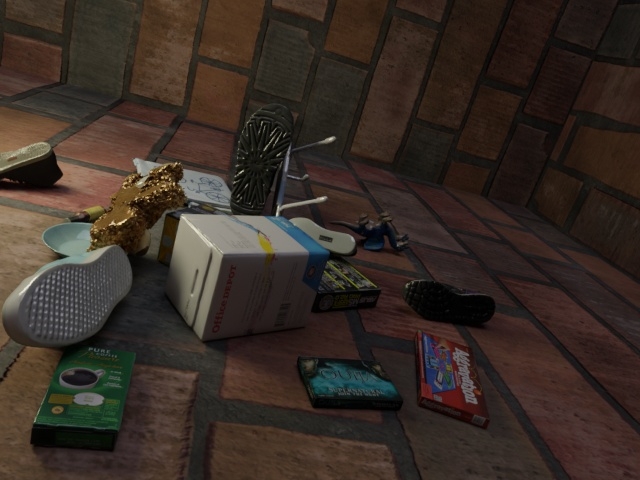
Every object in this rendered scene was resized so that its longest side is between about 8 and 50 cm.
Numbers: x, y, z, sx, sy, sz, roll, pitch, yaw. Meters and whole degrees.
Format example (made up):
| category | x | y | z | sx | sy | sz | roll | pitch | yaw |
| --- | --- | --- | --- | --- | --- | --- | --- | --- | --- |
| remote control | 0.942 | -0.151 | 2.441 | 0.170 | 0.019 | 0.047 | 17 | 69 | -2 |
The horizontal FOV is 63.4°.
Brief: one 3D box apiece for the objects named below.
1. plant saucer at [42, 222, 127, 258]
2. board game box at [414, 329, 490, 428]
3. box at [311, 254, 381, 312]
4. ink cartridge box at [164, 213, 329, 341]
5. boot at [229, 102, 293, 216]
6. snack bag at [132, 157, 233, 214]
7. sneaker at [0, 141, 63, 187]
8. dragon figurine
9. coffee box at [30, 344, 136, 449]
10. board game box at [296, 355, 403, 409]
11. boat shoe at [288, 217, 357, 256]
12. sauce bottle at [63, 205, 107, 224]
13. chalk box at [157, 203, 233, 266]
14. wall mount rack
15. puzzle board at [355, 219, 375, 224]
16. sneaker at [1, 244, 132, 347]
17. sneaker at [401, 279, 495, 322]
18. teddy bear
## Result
| category | x | y | z | sx | sy | sz | roll | pitch | yaw |
| --- | --- | --- | --- | --- | --- | --- | --- | --- | --- |
| plant saucer | -0.536 | 0.015 | 1.199 | 0.194 | 0.038 | 0.195 | 15 | 19 | -5 |
| board game box | 0.285 | 0.297 | 1.156 | 0.144 | 0.027 | 0.281 | 20 | 20 | 2 |
| box | -0.001 | 0.094 | 1.409 | 0.216 | 0.060 | 0.270 | 1 | 25 | -39 |
| ink cartridge box | -0.162 | 0.070 | 1.129 | 0.269 | 0.198 | 0.197 | 0 | 27 | -41 |
| boot | -0.194 | -0.284 | 1.746 | 0.146 | 0.367 | 0.445 | 23 | 13 | -6 |
| snack bag | -0.466 | -0.186 | 1.786 | 0.342 | 0.037 | 0.323 | 11 | 22 | -28 |
| sneaker | -0.837 | -0.181 | 1.433 | 0.221 | 0.118 | 0.083 | -20 | 53 | -15 |
| dragon figurine | 0.181 | -0.018 | 1.820 | 0.288 | 0.144 | 0.085 | -6 | 25 | -7 |
| coffee box | -0.348 | 0.229 | 0.779 | 0.113 | 0.041 | 0.184 | 11 | 21 | -18 |
| board game box | 0.055 | 0.277 | 1.014 | 0.186 | 0.026 | 0.126 | 9 | 22 | -22 |
| boat shoe | 0.000 | 0.000 | 1.480 | 0.219 | 0.078 | 0.070 | 20 | -15 | 17 |
| sauce bottle | -0.605 | -0.058 | 1.332 | 0.042 | 0.042 | 0.128 | 22 | 22 | 12 |
| chalk box | -0.291 | -0.006 | 1.328 | 0.132 | 0.132 | 0.213 | 23 | 19 | 17 |
| wall mount rack | -0.065 | -0.175 | 1.630 | 0.130 | 0.351 | 0.304 | 12 | -22 | -13 |
| puzzle board | 0.214 | -0.054 | 2.059 | 0.128 | 0.011 | 0.096 | 30 | 23 | 32 |
| sneaker | -0.458 | 0.106 | 0.901 | 0.150 | 0.135 | 0.366 | -18 | 7 | 4 |
| sneaker | 0.345 | 0.170 | 1.481 | 0.283 | 0.107 | 0.124 | 15 | 5 | -17 |
| teddy bear | -0.412 | -0.069 | 1.201 | 0.244 | 0.113 | 0.338 | -25 | 31 | 0 |
